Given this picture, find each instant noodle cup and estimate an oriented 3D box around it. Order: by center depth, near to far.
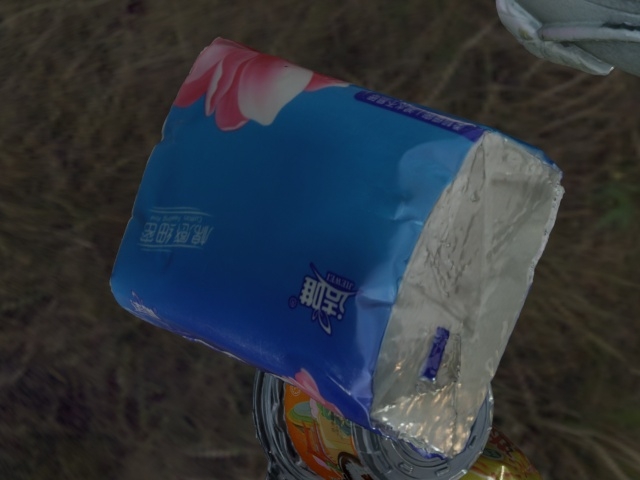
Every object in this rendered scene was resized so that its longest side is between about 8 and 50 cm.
[{"bbox_3d":[0.054,0.126,1.350,0.177,0.125,0.208,20,84,-32],"label":"instant noodle cup"}]

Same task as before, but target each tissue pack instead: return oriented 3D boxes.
[{"bbox_3d":[0.000,0.000,1.142,0.137,0.269,0.209,19,93,-48],"label":"tissue pack"}]

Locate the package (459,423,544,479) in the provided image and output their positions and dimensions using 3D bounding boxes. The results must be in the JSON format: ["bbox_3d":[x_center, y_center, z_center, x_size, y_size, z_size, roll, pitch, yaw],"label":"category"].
[{"bbox_3d":[0.095,0.195,1.595,0.223,0.288,0.108,16,111,-44],"label":"package"}]

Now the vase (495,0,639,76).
[{"bbox_3d":[0.196,-0.270,1.376,0.250,0.445,0.250,-24,126,-38],"label":"vase"}]
